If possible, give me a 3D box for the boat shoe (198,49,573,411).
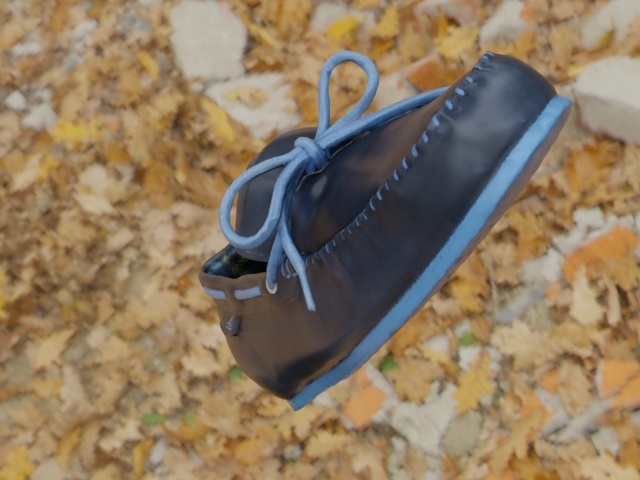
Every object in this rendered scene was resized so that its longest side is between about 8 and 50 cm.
[{"bbox_3d":[0.000,0.000,0.526,0.089,0.258,0.109,44,56,2],"label":"boat shoe"}]
